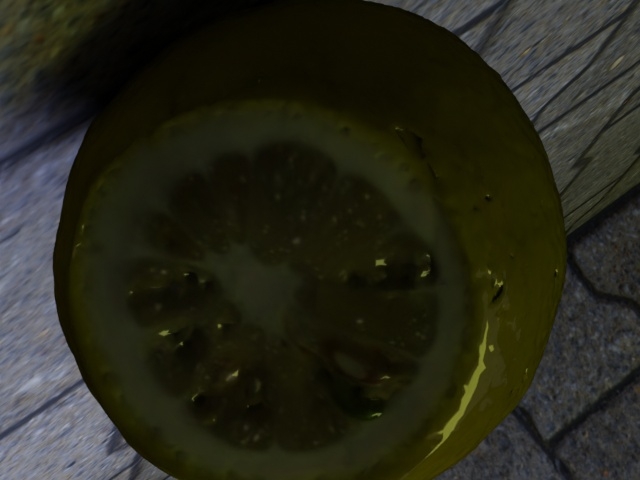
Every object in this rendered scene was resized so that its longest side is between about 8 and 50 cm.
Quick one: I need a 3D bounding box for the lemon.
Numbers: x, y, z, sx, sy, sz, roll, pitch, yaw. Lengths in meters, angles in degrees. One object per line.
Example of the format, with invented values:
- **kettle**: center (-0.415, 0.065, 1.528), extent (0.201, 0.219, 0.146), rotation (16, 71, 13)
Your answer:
- **lemon**: center (0.000, 0.000, 0.772), extent (0.240, 0.240, 0.219), rotation (-42, -177, 19)
